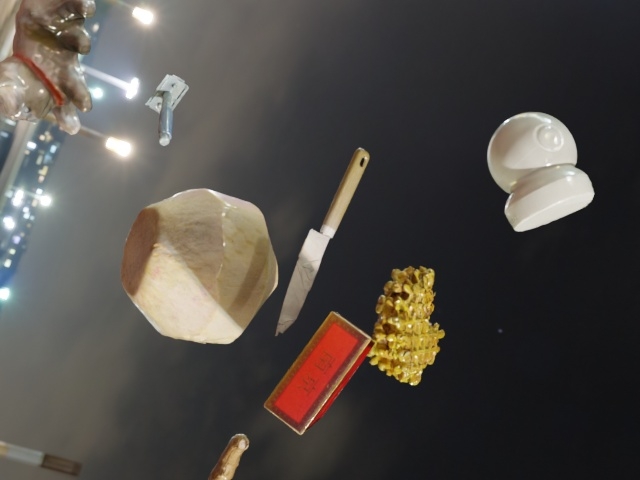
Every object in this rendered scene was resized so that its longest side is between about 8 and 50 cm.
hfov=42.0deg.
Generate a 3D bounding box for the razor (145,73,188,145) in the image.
[{"bbox_3d":[-0.224,-0.179,1.205,0.068,0.040,0.135,-48,-150,27],"label":"razor"}]

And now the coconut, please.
[{"bbox_3d":[-0.187,0.042,1.377,0.259,0.259,0.259,-51,-154,38],"label":"coconut"}]

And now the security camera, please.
[{"bbox_3d":[0.455,-0.158,1.788,0.194,0.195,0.236,-42,-116,50],"label":"security camera"}]

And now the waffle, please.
[{"bbox_3d":[0.154,0.141,1.419,0.070,0.193,0.197,8,-116,31],"label":"waffle"}]

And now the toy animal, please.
[{"bbox_3d":[-0.557,-0.373,1.651,0.308,0.188,0.266,-21,-103,59],"label":"toy animal"}]

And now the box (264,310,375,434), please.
[{"bbox_3d":[0.006,0.181,1.158,0.153,0.074,0.240,-58,172,-4],"label":"box"}]

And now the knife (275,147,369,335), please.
[{"bbox_3d":[-0.002,-0.001,1.186,0.017,0.047,0.298,17,-100,43],"label":"knife"}]

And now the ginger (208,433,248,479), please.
[{"bbox_3d":[-0.174,0.423,1.615,0.137,0.044,0.057,-62,167,22],"label":"ginger"}]
